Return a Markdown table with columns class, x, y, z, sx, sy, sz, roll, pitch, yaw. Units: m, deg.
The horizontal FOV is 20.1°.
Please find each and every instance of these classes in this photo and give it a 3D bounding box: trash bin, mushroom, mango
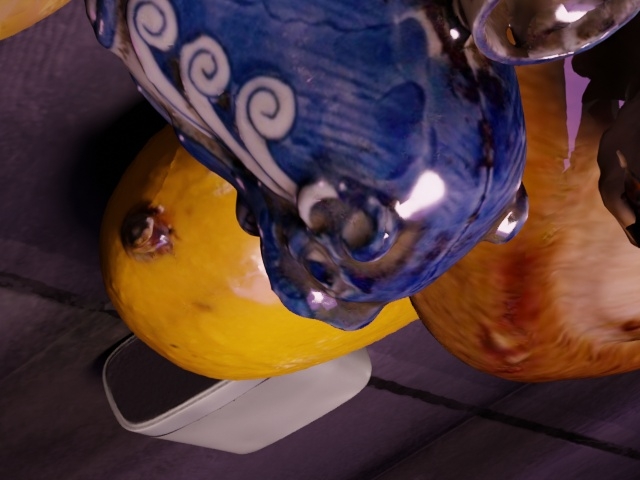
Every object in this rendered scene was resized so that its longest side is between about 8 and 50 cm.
| class | x | y | z | sx | sy | sz | roll | pitch | yaw |
| --- | --- | --- | --- | --- | --- | --- | --- | --- | --- |
| trash bin | -0.046 | 0.077 | 1.064 | 0.116 | 0.059 | 0.130 | -30 | 156 | 17 |
| mushroom | 0.163 | -0.063 | 0.717 | 0.345 | 0.259 | 0.345 | -23 | 143 | -19 |
| mango | 0.000 | 0.000 | 0.895 | 0.176 | 0.119 | 0.317 | -36 | 163 | 17 |

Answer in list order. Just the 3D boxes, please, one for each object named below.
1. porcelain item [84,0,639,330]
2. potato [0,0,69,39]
| class | x | y | z | sx | sy | sz | roll | pitch | yaw |
| --- | --- | --- | --- | --- | --- | --- | --- | --- | --- |
| porcelain item | 0.037 | -0.113 | 0.523 | 0.138 | 0.186 | 0.288 | 1 | 146 | -46 |
| potato | -0.122 | -0.138 | 0.376 | 0.285 | 0.242 | 0.242 | -25 | 156 | -6 |
